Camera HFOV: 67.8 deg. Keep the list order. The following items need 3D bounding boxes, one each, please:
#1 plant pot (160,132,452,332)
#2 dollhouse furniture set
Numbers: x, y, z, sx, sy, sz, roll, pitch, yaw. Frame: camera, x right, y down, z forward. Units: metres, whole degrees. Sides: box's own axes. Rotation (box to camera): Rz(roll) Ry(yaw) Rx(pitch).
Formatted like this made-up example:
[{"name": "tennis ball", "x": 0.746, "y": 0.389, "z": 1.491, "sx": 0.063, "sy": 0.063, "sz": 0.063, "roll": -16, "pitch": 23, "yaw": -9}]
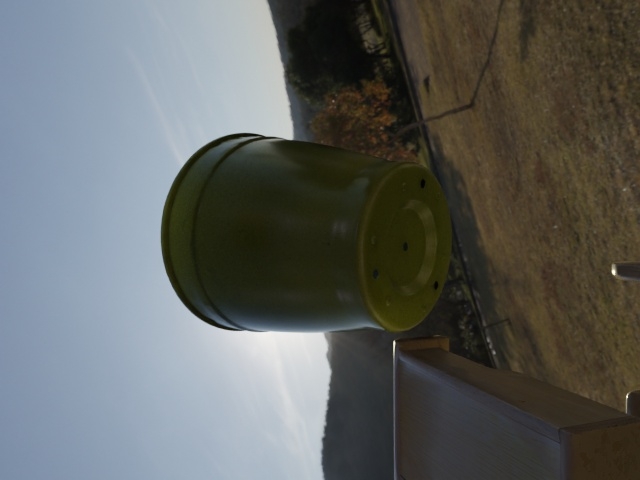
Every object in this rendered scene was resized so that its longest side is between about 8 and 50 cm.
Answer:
[{"name": "plant pot", "x": 0.000, "y": 0.000, "z": 0.766, "sx": 0.367, "sy": 0.353, "sz": 0.365, "roll": -7, "pitch": -80, "yaw": -47}, {"name": "dollhouse furniture set", "x": 0.309, "y": 0.200, "z": 0.495, "sx": 0.256, "sy": 0.395, "sz": 0.361, "roll": -176, "pitch": 85, "yaw": -71}]
